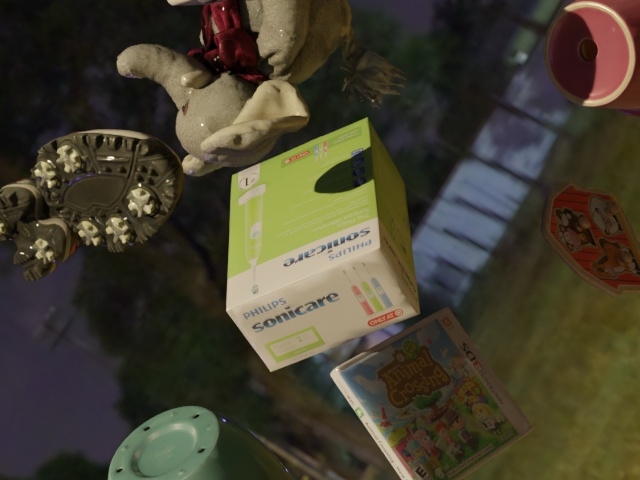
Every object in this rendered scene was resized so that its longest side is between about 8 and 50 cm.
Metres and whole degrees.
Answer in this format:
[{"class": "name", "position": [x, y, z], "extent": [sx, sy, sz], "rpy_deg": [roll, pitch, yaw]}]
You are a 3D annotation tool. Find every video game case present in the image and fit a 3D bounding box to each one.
[{"class": "video game case", "position": [0.141, 0.199, 1.755], "extent": [0.212, 0.193, 0.023], "rpy_deg": [-25, -15, -40]}]

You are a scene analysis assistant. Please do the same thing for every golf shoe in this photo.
[{"class": "golf shoe", "position": [-0.183, -0.052, 1.195], "extent": [0.120, 0.105, 0.273], "rpy_deg": [-40, 15, -35]}]

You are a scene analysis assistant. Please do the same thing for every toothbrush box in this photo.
[{"class": "toothbrush box", "position": [0.000, 0.000, 1.784], "extent": [0.206, 0.122, 0.283], "rpy_deg": [-23, 33, 14]}]

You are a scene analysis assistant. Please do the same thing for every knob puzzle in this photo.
[{"class": "knob puzzle", "position": [0.389, -0.008, 2.004], "extent": [0.030, 0.213, 0.213], "rpy_deg": [-43, 3, 41]}]

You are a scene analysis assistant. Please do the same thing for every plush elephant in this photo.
[{"class": "plush elephant", "position": [-0.100, -0.199, 1.596], "extent": [0.255, 0.330, 0.272], "rpy_deg": [-49, 5, -21]}]

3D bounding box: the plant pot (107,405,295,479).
[{"class": "plant pot", "position": [-0.185, 0.394, 2.135], "extent": [0.293, 0.293, 0.235], "rpy_deg": [-52, -52, -35]}]

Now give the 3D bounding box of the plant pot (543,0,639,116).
[{"class": "plant pot", "position": [0.378, -0.243, 1.762], "extent": [0.180, 0.201, 0.201], "rpy_deg": [-21, -35, -45]}]

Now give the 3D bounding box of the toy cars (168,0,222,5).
[{"class": "toy cars", "position": [-0.003, -0.269, 1.197], "extent": [0.176, 0.087, 0.394], "rpy_deg": [-14, 6, -25]}]
